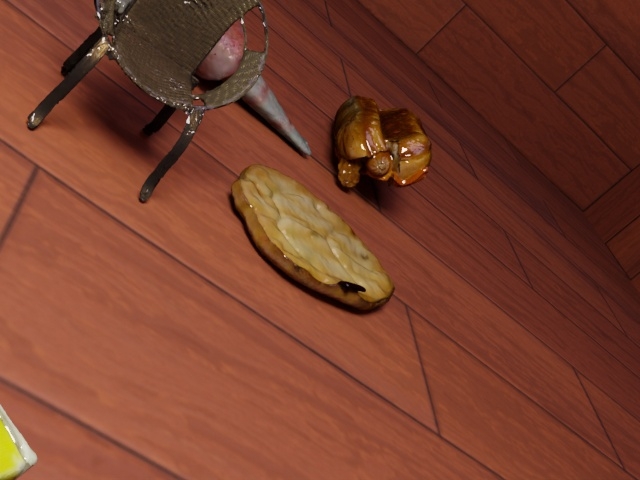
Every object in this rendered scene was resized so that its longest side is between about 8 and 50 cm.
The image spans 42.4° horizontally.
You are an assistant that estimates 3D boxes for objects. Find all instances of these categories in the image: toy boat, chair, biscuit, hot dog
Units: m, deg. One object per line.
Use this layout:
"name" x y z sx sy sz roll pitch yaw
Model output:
"toy boat" -0.108 -0.231 1.169 0.282 0.096 0.206 43 4 -35
"chair" -0.151 -0.176 0.778 0.174 0.213 0.149 35 17 -24
"biscuit" -0.003 0.004 0.973 0.260 0.041 0.203 32 21 -35
"hot dog" 0.096 -0.153 1.350 0.158 0.117 0.349 15 18 -5

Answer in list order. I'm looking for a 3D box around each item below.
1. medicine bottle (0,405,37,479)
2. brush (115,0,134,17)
"medicine bottle" -0.236 0.074 0.233 0.141 0.137 0.250 51 20 17
"brush" -0.239 -0.353 1.145 0.051 0.070 0.323 38 24 -16
